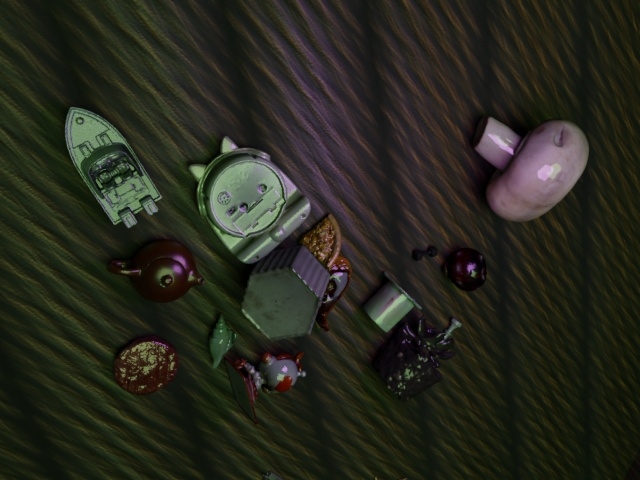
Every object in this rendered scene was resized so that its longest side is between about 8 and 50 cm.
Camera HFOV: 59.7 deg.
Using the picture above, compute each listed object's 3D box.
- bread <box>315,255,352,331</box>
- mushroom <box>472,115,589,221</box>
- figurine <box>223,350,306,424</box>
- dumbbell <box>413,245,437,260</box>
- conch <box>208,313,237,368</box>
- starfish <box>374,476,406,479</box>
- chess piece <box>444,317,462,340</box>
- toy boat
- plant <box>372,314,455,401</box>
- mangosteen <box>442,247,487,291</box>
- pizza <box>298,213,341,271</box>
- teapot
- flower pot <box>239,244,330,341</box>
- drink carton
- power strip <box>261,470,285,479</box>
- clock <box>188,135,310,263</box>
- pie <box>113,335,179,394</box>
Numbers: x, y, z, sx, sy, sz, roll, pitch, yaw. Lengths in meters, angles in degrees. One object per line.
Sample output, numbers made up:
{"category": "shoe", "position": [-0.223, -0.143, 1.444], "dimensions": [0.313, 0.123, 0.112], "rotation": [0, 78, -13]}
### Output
{"category": "bread", "position": [0.004, 0.163, 1.737], "dimensions": [0.139, 0.095, 0.269], "rotation": [15, 113, -22]}
{"category": "mushroom", "position": [0.655, -0.220, 1.764], "dimensions": [0.352, 0.353, 0.325], "rotation": [8, 88, -25]}
{"category": "figurine", "position": [-0.151, 0.414, 1.725], "dimensions": [0.226, 0.160, 0.184], "rotation": [-22, 115, -25]}
{"category": "dumbbell", "position": [0.351, 0.043, 1.869], "dimensions": [0.083, 0.036, 0.040], "rotation": [-12, 111, -19]}
{"category": "conch", "position": [-0.299, 0.296, 1.667], "dimensions": [0.065, 0.088, 0.180], "rotation": [17, 112, 17]}
{"category": "starfish", "position": [0.264, 0.972, 2.131], "dimensions": [0.176, 0.053, 0.208], "rotation": [-47, 124, -15]}
{"category": "chess piece", "position": [0.465, 0.324, 2.008], "dimensions": [0.042, 0.042, 0.093], "rotation": [36, 95, -28]}
{"category": "toy boat", "position": [-0.528, -0.188, 1.389], "dimensions": [0.141, 0.092, 0.320], "rotation": [-33, 115, -13]}
{"category": "plant", "position": [0.323, 0.398, 1.886], "dimensions": [0.276, 0.188, 0.199], "rotation": [-44, 119, -4]}
{"category": "mangosteen", "position": [0.490, 0.100, 1.897], "dimensions": [0.152, 0.152, 0.153], "rotation": [-7, 109, -21]}
{"category": "pizza", "position": [0.000, 0.000, 1.674], "dimensions": [0.130, 0.041, 0.178], "rotation": [13, 74, 7]}
{"category": "teapot", "position": [-0.439, 0.086, 1.493], "dimensions": [0.251, 0.135, 0.178], "rotation": [8, 99, -26]}
{"category": "flower pot", "position": [-0.096, 0.146, 1.578], "dimensions": [0.209, 0.190, 0.239], "rotation": [20, 108, 2]}
{"category": "drink carton", "position": [0.226, 0.212, 1.817], "dimensions": [0.142, 0.144, 0.146], "rotation": [-45, 118, 2]}
{"category": "power strip", "position": [-0.152, 0.836, 1.919], "dimensions": [0.051, 0.019, 0.136], "rotation": [-46, 118, -2]}
{"category": "clock", "position": [-0.209, -0.120, 1.538], "dimensions": [0.265, 0.108, 0.324], "rotation": [-42, 117, -5]}
{"category": "pie", "position": [-0.500, 0.361, 1.602], "dimensions": [0.182, 0.049, 0.183], "rotation": [-8, 110, -23]}
